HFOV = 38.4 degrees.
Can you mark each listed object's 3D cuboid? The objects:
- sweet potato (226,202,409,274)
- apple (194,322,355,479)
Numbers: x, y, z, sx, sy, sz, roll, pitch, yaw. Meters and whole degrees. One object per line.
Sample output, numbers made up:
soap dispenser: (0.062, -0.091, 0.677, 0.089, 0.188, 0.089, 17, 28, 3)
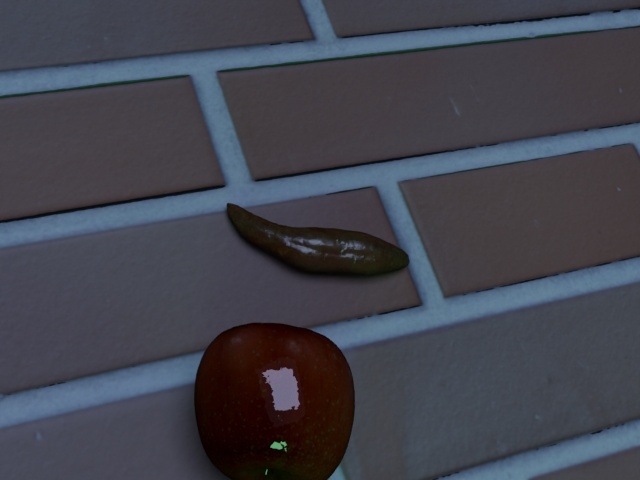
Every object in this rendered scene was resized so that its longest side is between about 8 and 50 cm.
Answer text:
sweet potato: (-0.004, 0.007, 1.199, 0.255, 0.058, 0.078, 13, 43, -5)
apple: (-0.052, 0.182, 1.017, 0.181, 0.181, 0.168, 14, 60, -8)
